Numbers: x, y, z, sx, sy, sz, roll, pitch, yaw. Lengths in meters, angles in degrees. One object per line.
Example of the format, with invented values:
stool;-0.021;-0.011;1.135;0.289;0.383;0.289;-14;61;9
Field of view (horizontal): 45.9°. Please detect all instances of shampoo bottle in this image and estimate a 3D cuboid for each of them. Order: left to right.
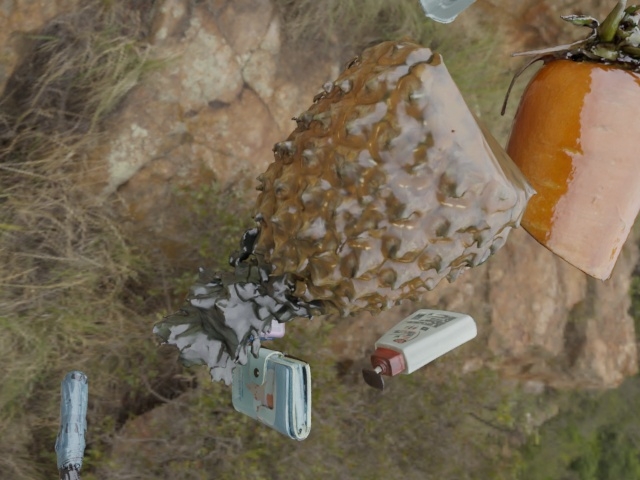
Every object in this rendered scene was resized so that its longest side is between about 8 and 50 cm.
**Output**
shampoo bottle;0.179;0.225;1.542;0.284;0.153;0.071;-28;113;-41

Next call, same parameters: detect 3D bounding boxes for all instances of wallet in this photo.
wallet;-0.114;0.331;1.700;0.075;0.250;0.176;-4;96;-36

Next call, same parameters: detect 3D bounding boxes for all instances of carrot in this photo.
carrot;0.344;-0.141;0.986;0.193;0.214;0.331;-1;115;-45

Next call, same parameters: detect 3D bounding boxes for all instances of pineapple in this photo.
pineapple;0.000;0.000;0.660;0.202;0.362;0.202;44;19;-19

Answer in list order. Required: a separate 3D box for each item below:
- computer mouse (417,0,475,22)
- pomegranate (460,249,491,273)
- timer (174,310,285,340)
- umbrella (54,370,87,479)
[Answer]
computer mouse;0.231;-0.412;1.085;0.128;0.079;0.231;16;116;-53
pomegranate;0.338;0.006;1.723;0.130;0.130;0.130;14;72;-50
timer;-0.183;0.167;1.503;0.208;0.190;0.069;16;70;-61
umbrella;-0.456;0.354;1.376;0.052;0.053;0.251;87;-4;-55
